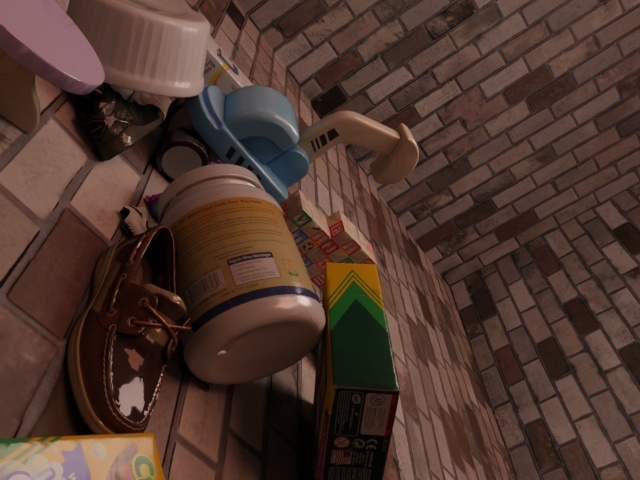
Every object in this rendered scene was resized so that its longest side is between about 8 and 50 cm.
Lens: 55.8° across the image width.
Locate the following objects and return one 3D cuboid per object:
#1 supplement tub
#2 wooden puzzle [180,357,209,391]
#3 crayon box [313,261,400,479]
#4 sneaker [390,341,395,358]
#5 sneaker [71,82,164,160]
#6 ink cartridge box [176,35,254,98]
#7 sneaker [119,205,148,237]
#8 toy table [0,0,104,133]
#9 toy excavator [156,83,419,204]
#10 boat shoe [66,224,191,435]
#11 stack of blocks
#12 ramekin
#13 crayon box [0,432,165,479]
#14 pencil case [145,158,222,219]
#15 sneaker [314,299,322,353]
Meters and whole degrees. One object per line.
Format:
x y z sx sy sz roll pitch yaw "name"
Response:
-0.144 0.050 1.003 0.228 0.228 0.316 34 27 -54 "supplement tub"
-0.196 0.211 0.971 0.083 0.006 0.049 47 20 -31 "wooden puzzle"
0.048 0.273 1.047 0.313 0.106 0.363 -90 -175 -58 "crayon box"
0.104 0.230 1.633 0.302 0.108 0.121 53 15 -46 "sneaker"
-0.372 -0.243 1.122 0.130 0.087 0.227 60 21 -19 "sneaker"
-0.286 -0.400 1.517 0.212 0.154 0.093 46 22 -38 "ink cartridge box"
-0.308 -0.014 1.005 0.044 0.040 0.109 15 40 -44 "sneaker"
-0.454 -0.273 0.819 0.274 0.161 0.252 48 19 -33 "toy table"
-0.064 -0.210 1.315 0.433 0.445 0.222 47 21 -32 "toy excavator"
-0.243 0.105 0.820 0.123 0.123 0.342 46 21 -35 "boat shoe"
0.000 0.000 1.608 0.297 0.171 0.087 45 22 -37 "stack of blocks"
-0.342 -0.384 1.138 0.277 0.135 0.277 17 24 -8 "ramekin"
-0.238 0.297 0.576 0.323 0.083 0.203 29 34 -59 "crayon box"
-0.240 -0.088 1.112 0.070 0.152 0.064 49 20 -42 "pencil case"
0.026 0.238 1.384 0.299 0.121 0.112 44 52 -20 "sneaker"
